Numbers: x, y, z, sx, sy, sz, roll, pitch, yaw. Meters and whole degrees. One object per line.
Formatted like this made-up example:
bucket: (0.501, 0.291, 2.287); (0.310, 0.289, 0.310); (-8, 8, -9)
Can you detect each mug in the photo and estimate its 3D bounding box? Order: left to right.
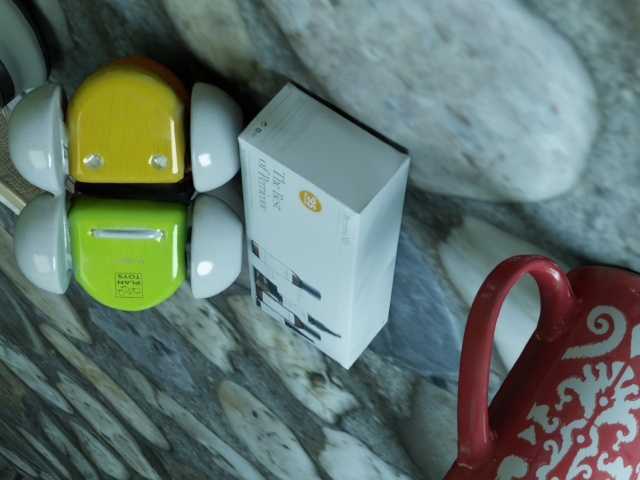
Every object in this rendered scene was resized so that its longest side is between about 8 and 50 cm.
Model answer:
mug: (0.132, 0.103, 0.702); (0.150, 0.169, 0.113); (36, 157, 8)

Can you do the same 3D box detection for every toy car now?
toy car: (-0.135, -0.044, 0.870); (0.136, 0.159, 0.182); (-97, 9, -70)

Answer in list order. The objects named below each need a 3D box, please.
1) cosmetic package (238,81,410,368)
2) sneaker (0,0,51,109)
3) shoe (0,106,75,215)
cosmetic package: (0.000, 0.000, 0.849); (0.099, 0.060, 0.239); (31, 155, 16)
sneaker: (-0.460, -0.188, 0.945); (0.447, 0.257, 0.169); (34, 156, 13)
shoe: (-0.317, -0.090, 1.132); (0.058, 0.076, 0.219); (5, 141, 45)
